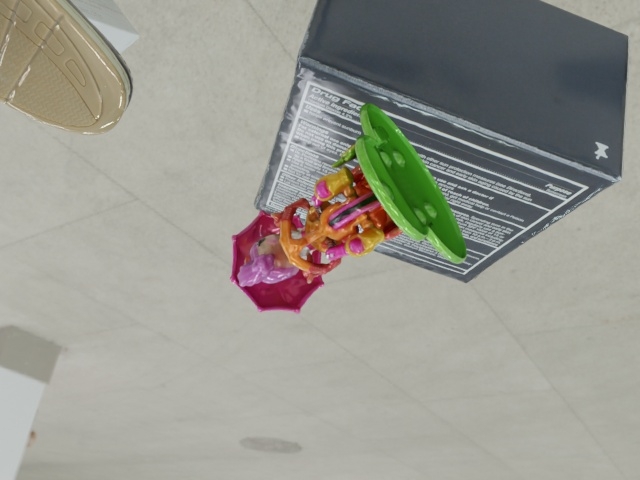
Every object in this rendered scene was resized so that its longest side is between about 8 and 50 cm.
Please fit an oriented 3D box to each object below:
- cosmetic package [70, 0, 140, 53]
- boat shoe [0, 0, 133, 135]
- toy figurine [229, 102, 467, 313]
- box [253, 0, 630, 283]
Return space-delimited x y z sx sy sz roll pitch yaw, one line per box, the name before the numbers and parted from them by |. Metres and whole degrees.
cosmetic package | -0.395 -0.340 0.802 0.138 0.224 0.225 -36 99 10
boat shoe | -0.246 -0.188 0.415 0.285 0.092 0.103 35 125 -10
toy figurine | 0.000 0.000 0.425 0.159 0.130 0.173 -32 178 20
box | 0.108 -0.118 0.644 0.296 0.183 0.294 19 157 -6
